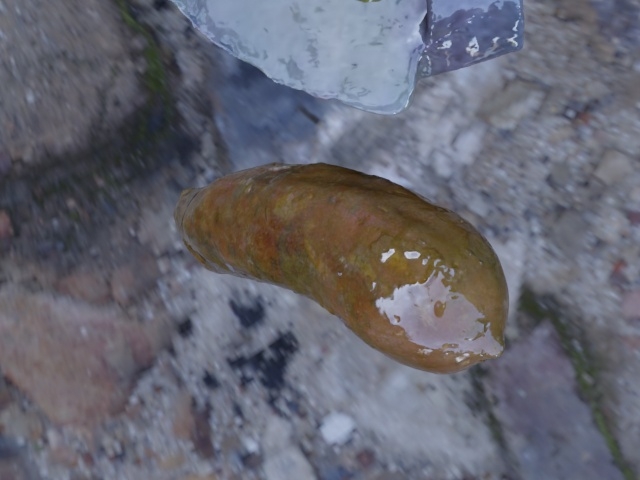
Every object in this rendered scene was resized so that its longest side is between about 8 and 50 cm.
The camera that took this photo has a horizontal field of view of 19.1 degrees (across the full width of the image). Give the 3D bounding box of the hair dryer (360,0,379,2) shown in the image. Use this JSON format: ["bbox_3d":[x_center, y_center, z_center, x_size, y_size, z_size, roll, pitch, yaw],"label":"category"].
[{"bbox_3d":[-0.010,-0.203,1.062,0.090,0.278,0.135,-40,130,8],"label":"hair dryer"}]

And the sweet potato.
[{"bbox_3d":[-0.001,-0.002,1.105,0.097,0.292,0.097,-17,117,-37],"label":"sweet potato"}]

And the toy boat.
[{"bbox_3d":[0.014,-0.217,1.243,0.294,0.111,0.276,-18,104,9],"label":"toy boat"}]
